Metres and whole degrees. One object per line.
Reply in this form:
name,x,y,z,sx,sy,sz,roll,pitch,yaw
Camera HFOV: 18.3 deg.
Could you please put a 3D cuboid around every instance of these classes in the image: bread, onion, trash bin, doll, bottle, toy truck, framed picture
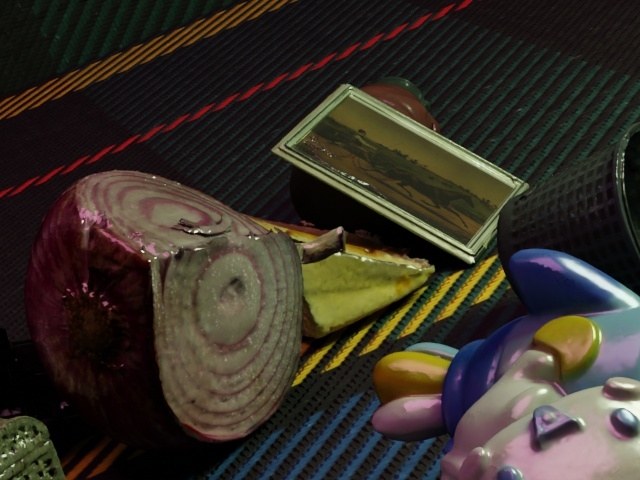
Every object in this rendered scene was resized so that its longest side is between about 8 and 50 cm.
bread,0.000,0.000,2.103,0.178,0.135,0.240,-26,18,-18
onion,-0.162,0.066,1.874,0.230,0.256,0.272,9,-8,33
trash bin,0.256,-0.003,1.849,0.161,0.175,0.175,-21,15,33
doll,0.183,0.134,1.472,0.376,0.187,0.365,-2,26,-4
bottle,0.054,-0.105,2.341,0.156,0.143,0.271,12,30,11
toy truck,-0.297,0.138,1.967,0.125,0.101,0.242,-17,-7,37
framed picture,0.093,-0.080,2.175,0.252,0.014,0.197,30,35,10

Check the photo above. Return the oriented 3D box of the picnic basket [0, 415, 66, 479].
picnic basket,-0.330,0.229,1.767,0.196,0.154,0.134,1,28,45
